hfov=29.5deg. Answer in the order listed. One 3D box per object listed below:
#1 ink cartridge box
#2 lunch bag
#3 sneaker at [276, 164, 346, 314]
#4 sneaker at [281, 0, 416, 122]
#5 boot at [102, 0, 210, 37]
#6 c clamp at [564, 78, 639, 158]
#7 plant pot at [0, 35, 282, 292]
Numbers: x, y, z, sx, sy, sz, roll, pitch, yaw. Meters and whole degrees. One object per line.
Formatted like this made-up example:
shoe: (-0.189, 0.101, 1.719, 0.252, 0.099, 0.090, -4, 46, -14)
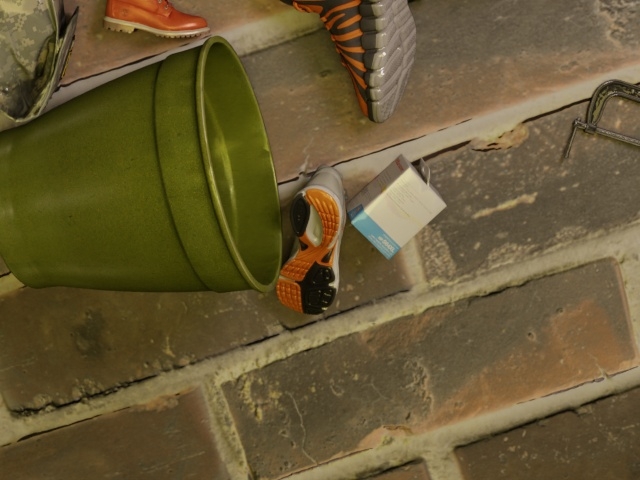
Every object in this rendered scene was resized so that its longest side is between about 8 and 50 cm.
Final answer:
ink cartridge box: (0.123, -0.060, 1.890, 0.143, 0.092, 0.090, -42, 107, 9)
lunch bag: (-0.425, -0.316, 1.685, 0.168, 0.235, 0.287, -17, 108, -2)
sneaker: (0.000, 0.000, 1.901, 0.099, 0.121, 0.262, 17, 130, 6)
sneaker: (0.036, -0.327, 1.792, 0.180, 0.124, 0.321, 17, 135, 24)
boot: (-0.238, -0.342, 1.789, 0.157, 0.059, 0.085, 8, 102, -6)
c clamp: (0.476, -0.182, 1.922, 0.160, 0.022, 0.137, 11, 101, -7)
plant pot: (-0.273, -0.074, 1.744, 0.352, 0.366, 0.367, -11, 109, 11)
